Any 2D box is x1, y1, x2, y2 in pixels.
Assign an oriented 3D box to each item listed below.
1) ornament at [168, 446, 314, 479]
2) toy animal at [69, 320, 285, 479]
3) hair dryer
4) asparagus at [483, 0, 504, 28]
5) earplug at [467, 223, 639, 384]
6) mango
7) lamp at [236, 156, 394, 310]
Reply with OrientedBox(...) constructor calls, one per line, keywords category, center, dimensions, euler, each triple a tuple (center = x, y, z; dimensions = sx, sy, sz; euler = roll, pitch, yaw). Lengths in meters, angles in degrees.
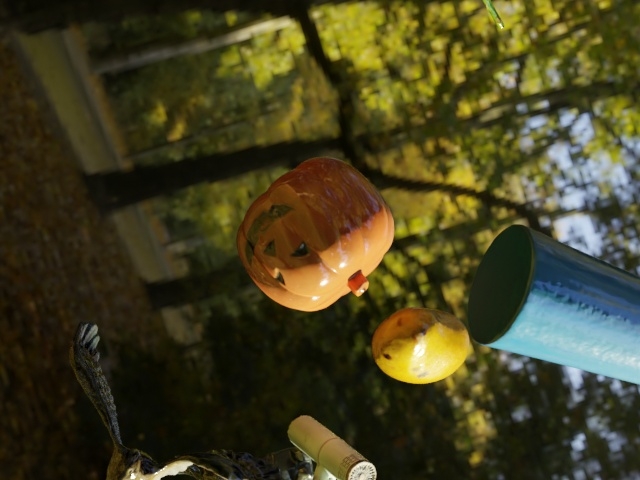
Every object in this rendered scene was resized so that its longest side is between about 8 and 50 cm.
OrientedBox(category="ornament", center=(-0.124, 0.336, 1.848), dimensions=(0.202, 0.236, 0.080), euler=(86, -4, -68))
OrientedBox(category="toy animal", center=(-0.179, 0.240, 1.369), dimensions=(0.160, 0.273, 0.197), euler=(-64, 178, 24))
OrientedBox(category="hair dryer", center=(-0.017, 0.319, 1.623), dimensions=(0.155, 0.044, 0.183), euler=(29, -85, 60))
OrientedBox(category="asparagus", center=(0.233, -0.362, 1.970), dimensions=(0.016, 0.016, 0.163), euler=(42, -1, 44))
OrientedBox(category="earplug", center=(0.307, 0.086, 1.445), dimensions=(0.132, 0.273, 0.132), euler=(-55, -156, 40))
OrientedBox(category="mango", center=(0.126, 0.137, 1.768), dimensions=(0.178, 0.115, 0.090), euler=(16, 45, -59))
OrientedBox(category="lamp", center=(0.000, 0.000, 1.600), dimensions=(0.164, 0.188, 0.187), euler=(50, -11, 15))
